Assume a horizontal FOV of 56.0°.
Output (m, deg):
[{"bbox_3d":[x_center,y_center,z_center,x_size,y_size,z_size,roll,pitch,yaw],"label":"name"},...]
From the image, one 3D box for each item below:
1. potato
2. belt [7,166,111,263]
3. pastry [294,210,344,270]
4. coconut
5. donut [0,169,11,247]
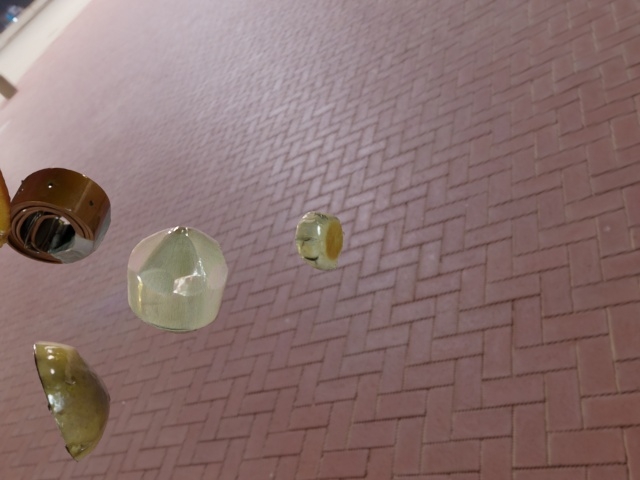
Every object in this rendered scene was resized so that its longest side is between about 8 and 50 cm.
[{"bbox_3d":[-0.568,0.361,1.410,0.115,0.299,0.239,-21,9,-12],"label":"potato"},{"bbox_3d":[-0.519,-0.042,1.191,0.261,0.184,0.105,-38,34,47],"label":"belt"},{"bbox_3d":[0.000,0.000,1.575,0.088,0.166,0.166,3,52,32],"label":"pastry"},{"bbox_3d":[-0.296,0.072,1.274,0.224,0.224,0.234,-124,45,-58],"label":"coconut"},{"bbox_3d":[-0.593,-0.055,0.896,0.253,0.253,0.118,-43,49,-2],"label":"donut"}]
